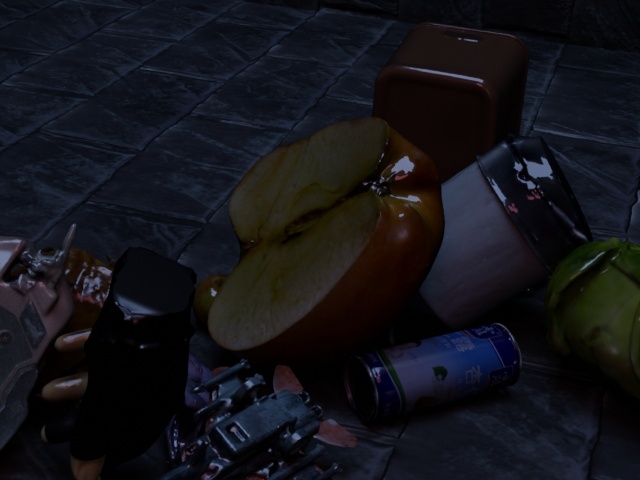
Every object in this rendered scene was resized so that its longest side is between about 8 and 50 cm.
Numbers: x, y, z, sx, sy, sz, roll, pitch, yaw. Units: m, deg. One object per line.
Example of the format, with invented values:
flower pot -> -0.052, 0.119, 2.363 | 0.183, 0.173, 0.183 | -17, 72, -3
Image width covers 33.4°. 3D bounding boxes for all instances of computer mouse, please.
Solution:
computer mouse -> -0.423, 0.128, 1.296 | 0.199, 0.389, 0.115 | 36, -3, -13

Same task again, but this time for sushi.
sushi -> -0.349, 0.121, 1.414 | 0.296, 0.179, 0.167 | -28, 37, 9

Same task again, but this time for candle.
candle -> 0.232, 0.004, 1.631 | 0.342, 0.221, 0.221 | -32, 22, 16

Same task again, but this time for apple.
apple -> 0.000, 0.000, 1.498 | 0.365, 0.328, 0.295 | -28, -7, 37
apple -> -0.152, 0.095, 1.630 | 0.090, 0.074, 0.089 | 4, 28, -2

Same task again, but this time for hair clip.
hair clip -> -0.189, 0.191, 1.429 | 0.137, 0.090, 0.278 | 28, 15, -34

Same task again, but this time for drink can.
drink can -> 0.154, 0.181, 1.472 | 0.235, 0.097, 0.097 | -9, 29, -24

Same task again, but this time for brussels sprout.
brussels sprout -> 0.456, 0.113, 1.485 | 0.294, 0.227, 0.259 | 2, 21, -28

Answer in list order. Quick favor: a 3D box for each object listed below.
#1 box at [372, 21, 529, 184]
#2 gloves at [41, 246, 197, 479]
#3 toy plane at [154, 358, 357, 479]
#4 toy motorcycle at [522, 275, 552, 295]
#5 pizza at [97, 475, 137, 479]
box -> 0.228, -0.194, 1.952 | 0.239, 0.339, 0.229 | 12, 31, 17
gloves -> -0.232, 0.162, 1.219 | 0.152, 0.301, 0.197 | 32, 31, -16
toy plane -> -0.102, 0.241, 1.245 | 0.223, 0.104, 0.326 | 45, 31, 23
toy motorcycle -> 0.332, 0.026, 1.818 | 0.229, 0.074, 0.151 | -14, 29, -27
pizza -> -0.210, 0.331, 1.171 | 0.226, 0.069, 0.147 | 24, 31, 37
